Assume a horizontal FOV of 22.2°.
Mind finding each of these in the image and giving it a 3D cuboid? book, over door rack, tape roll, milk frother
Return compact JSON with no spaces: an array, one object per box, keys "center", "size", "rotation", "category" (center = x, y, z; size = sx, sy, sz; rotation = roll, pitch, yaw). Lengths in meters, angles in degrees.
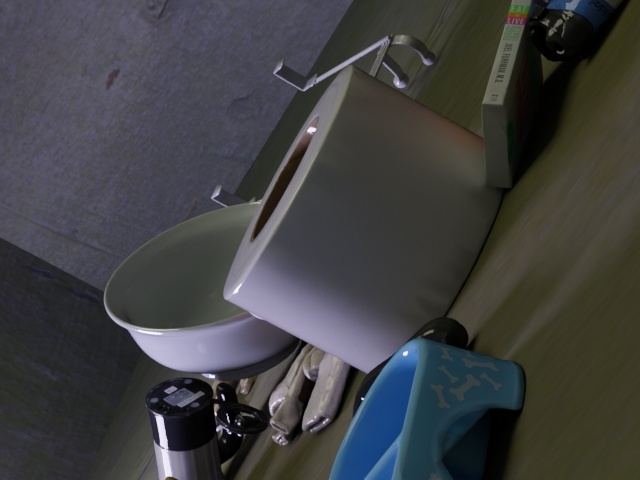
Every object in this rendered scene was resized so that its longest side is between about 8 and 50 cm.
[{"center":[0.164,-0.130,1.416],"size":[0.096,0.035,0.144],"rotation":[80,-158,-46],"category":"book"},{"center":[0.014,-0.147,2.235],"size":[0.324,0.108,0.239],"rotation":[-4,56,56],"category":"over door rack"},{"center":[0.039,-0.016,1.493],"size":[0.246,0.169,0.246],"rotation":[-59,9,15],"category":"tape roll"},{"center":[-0.133,0.251,1.982],"size":[0.143,0.129,0.135],"rotation":[43,144,54],"category":"milk frother"}]

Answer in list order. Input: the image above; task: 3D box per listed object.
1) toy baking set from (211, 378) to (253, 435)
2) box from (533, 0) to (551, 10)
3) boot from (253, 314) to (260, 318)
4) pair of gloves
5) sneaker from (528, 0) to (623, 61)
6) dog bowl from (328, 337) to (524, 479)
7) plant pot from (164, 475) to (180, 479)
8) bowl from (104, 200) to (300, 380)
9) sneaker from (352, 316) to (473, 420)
[{"center":[-0.132,0.220,2.281],"size":[0.256,0.030,0.197],"rotation":[-65,8,-22],"category":"toy baking set"},{"center":[0.224,-0.253,1.671],"size":[0.083,0.018,0.067],"rotation":[-58,9,23],"category":"box"},{"center":[0.000,0.000,1.895],"size":[0.244,0.088,0.176],"rotation":[-43,4,-8],"category":"boot"},{"center":[0.005,0.115,1.726],"size":[0.204,0.042,0.240],"rotation":[-64,7,-17],"category":"pair of gloves"},{"center":[0.212,-0.201,1.421],"size":[0.084,0.058,0.152],"rotation":[-52,16,10],"category":"sneaker"},{"center":[0.054,0.180,1.065],"size":[0.166,0.074,0.297],"rotation":[-56,9,36],"category":"dog bowl"},{"center":[-0.155,0.335,1.870],"size":[0.081,0.081,0.083],"rotation":[-61,18,6],"category":"plant pot"},{"center":[-0.108,0.080,2.024],"size":[0.298,0.134,0.298],"rotation":[-15,28,8],"category":"bowl"},{"center":[0.067,0.120,1.264],"size":[0.170,0.051,0.089],"rotation":[-52,7,35],"category":"sneaker"}]
